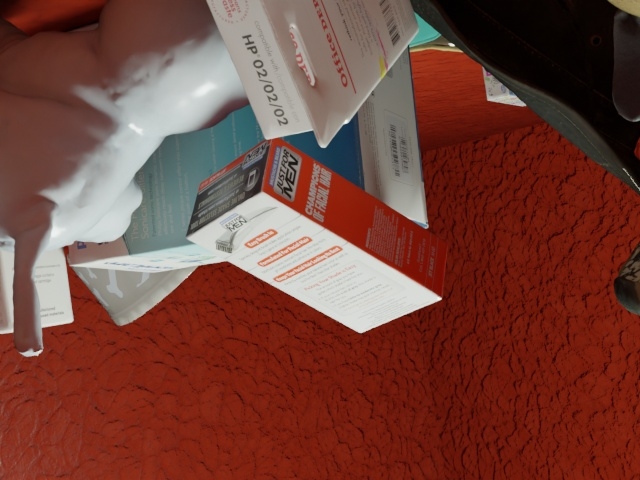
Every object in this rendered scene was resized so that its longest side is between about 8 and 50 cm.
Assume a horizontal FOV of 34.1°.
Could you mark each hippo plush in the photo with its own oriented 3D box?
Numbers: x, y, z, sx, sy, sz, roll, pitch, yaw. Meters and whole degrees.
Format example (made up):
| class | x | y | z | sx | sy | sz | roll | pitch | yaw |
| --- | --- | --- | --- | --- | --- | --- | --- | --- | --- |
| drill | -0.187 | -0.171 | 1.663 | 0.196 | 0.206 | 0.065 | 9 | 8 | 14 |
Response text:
| class | x | y | z | sx | sy | sz | roll | pitch | yaw |
| --- | --- | --- | --- | --- | --- | --- | --- | --- | --- |
| hippo plush | -0.160 | -0.123 | 0.706 | 0.236 | 0.234 | 0.294 | -40 | -168 | 8 |

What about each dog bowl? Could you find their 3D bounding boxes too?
| class | x | y | z | sx | sy | sz | roll | pitch | yaw |
| --- | --- | --- | --- | --- | --- | --- | --- | --- | --- |
| dog bowl | -0.177 | -0.060 | 1.294 | 0.349 | 0.102 | 0.349 | -44 | -165 | 16 |

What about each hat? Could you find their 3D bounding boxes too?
| class | x | y | z | sx | sy | sz | roll | pitch | yaw |
| --- | --- | --- | --- | --- | --- | --- | --- | --- | --- |
| hat | 0.193 | -0.164 | 0.801 | 0.134 | 0.331 | 0.331 | -51 | 169 | 13 |

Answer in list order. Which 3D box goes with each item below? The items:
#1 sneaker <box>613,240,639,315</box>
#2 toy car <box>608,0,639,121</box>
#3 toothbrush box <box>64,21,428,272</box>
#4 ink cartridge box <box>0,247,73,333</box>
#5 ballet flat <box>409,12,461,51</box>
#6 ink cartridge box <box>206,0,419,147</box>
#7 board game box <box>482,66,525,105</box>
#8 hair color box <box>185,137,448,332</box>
| class | x | y | z | sx | sy | sz | roll | pitch | yaw |
| --- | --- | --- | --- | --- | --- | --- | --- | --- | --- |
| sneaker | 0.312 | -0.126 | 0.663 | 0.410 | 0.182 | 0.158 | -46 | -167 | -2 |
| toy car | 0.171 | -0.155 | 0.481 | 0.149 | 0.188 | 0.155 | -10 | 180 | -36 |
| toothbrush box | -0.074 | -0.097 | 0.899 | 0.296 | 0.216 | 0.126 | -10 | 171 | 27 |
| ink cartridge box | -0.427 | -0.019 | 1.278 | 0.198 | 0.272 | 0.115 | -10 | 178 | 28 |
| ballet flat | 0.115 | -0.218 | 0.988 | 0.232 | 0.080 | 0.073 | -7 | -153 | -19 |
| ink cartridge box | -0.008 | -0.134 | 0.634 | 0.062 | 0.104 | 0.181 | -9 | -152 | 30 |
| board game box | 0.216 | -0.210 | 1.197 | 0.026 | 0.103 | 0.154 | -9 | 180 | 25 |
| hair color box | 0.000 | 0.000 | 0.752 | 0.167 | 0.053 | 0.093 | 30 | 143 | -29 |
